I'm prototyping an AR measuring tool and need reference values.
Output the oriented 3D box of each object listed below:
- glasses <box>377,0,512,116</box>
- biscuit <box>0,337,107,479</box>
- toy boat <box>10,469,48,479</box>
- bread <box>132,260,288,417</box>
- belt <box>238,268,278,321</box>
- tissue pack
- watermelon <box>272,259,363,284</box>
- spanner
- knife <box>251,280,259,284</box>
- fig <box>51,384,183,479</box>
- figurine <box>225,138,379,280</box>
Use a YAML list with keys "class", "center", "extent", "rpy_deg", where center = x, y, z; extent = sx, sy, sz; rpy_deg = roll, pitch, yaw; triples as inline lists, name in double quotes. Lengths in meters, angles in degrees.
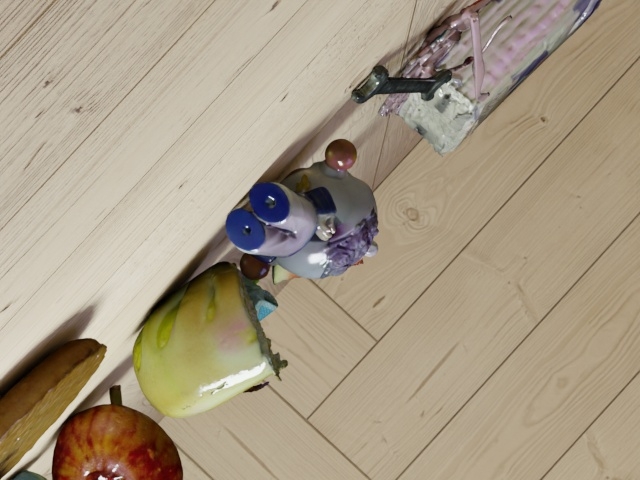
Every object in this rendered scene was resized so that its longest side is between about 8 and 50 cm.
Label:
- class: "glasses"
  center: [0.160, -0.220, 2.172]
  extent: [0.162, 0.095, 0.255]
  rpy_deg: [-33, 170, -23]
- class: "biscuit"
  center: [-0.289, 0.181, 1.485]
  extent: [0.262, 0.037, 0.262]
  rpy_deg: [-47, 177, -4]
- class: "toy boat"
  center: [-0.413, 0.413, 1.987]
  extent: [0.215, 0.123, 0.330]
  rpy_deg: [-47, 179, 20]
- class: "bread"
  center: [-0.139, 0.120, 1.906]
  extent: [0.156, 0.158, 0.261]
  rpy_deg: [-23, 175, -38]
- class: "belt"
  center: [-0.120, 0.090, 2.249]
  extent: [0.072, 0.087, 0.302]
  rpy_deg: [-51, 177, 4]
- class: "tissue pack"
  center: [0.275, -0.296, 2.491]
  extent: [0.344, 0.125, 0.242]
  rpy_deg: [-44, 178, -15]
- class: "watermelon"
  center: [-0.013, -0.017, 2.445]
  extent: [0.145, 0.137, 0.193]
  rpy_deg: [-13, 178, 3]
- class: "spanner"
  center: [0.101, -0.187, 2.003]
  extent: [0.054, 0.015, 0.254]
  rpy_deg: [-53, 163, 20]
- class: "knife"
  center: [-0.145, 0.097, 2.653]
  extent: [0.184, 0.022, 0.026]
  rpy_deg: [-42, 148, -53]
- class: "fig"
  center: [-0.253, 0.285, 2.109]
  extent: [0.175, 0.175, 0.207]
  rpy_deg: [-48, -177, 4]
- class: "figurine"
  center: [-0.012, -0.029, 1.918]
  extent: [0.194, 0.133, 0.274]
  rpy_deg: [-47, 167, -9]
